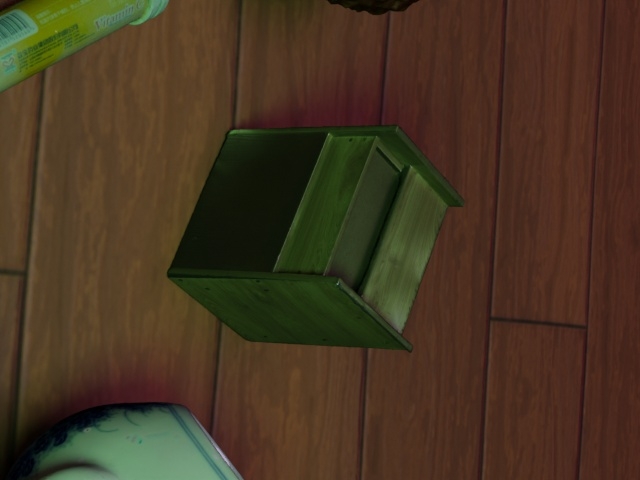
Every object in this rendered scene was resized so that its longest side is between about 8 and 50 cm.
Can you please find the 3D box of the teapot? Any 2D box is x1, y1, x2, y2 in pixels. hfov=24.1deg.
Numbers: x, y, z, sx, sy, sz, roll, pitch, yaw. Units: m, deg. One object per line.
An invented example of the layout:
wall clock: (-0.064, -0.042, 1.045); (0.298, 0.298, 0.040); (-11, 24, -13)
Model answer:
teapot: (-0.179, 0.280, 1.259); (0.280, 0.252, 0.424); (-38, 151, -6)

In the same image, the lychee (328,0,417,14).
lychee: (0.033, -0.355, 1.497); (0.261, 0.261, 0.260); (-1, 91, -51)

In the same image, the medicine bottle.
medicine bottle: (-0.229, -0.191, 1.306); (0.218, 0.074, 0.074); (-37, 118, -42)

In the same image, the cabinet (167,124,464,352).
cabinet: (0.000, 0.000, 1.470); (0.148, 0.215, 0.174); (43, 59, -42)
